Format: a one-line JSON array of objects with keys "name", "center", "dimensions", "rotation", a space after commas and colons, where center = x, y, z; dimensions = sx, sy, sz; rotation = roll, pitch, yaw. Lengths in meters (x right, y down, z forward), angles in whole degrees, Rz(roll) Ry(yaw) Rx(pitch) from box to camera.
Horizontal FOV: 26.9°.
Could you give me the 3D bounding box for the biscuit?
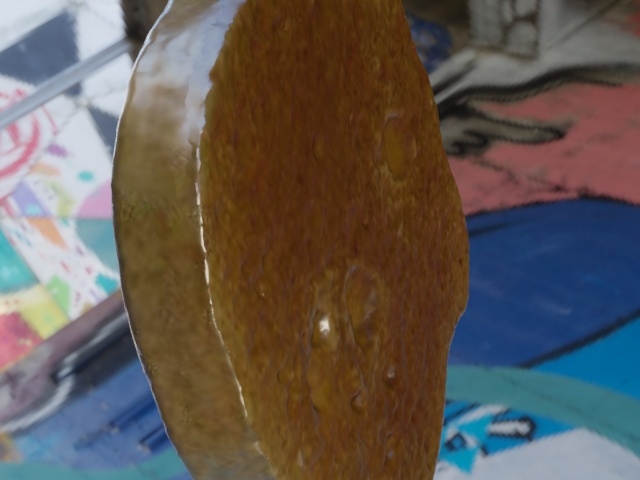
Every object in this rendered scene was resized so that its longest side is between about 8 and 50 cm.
[{"name": "biscuit", "center": [-0.002, 0.000, 0.554], "dimensions": [0.049, 0.257, 0.273], "rotation": [-2, -41, 22]}]
